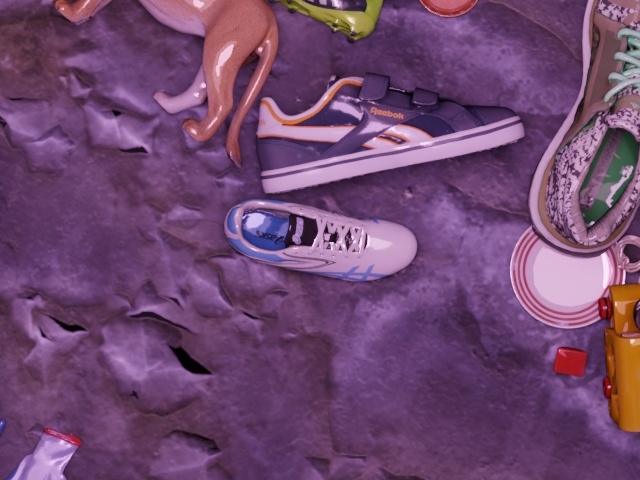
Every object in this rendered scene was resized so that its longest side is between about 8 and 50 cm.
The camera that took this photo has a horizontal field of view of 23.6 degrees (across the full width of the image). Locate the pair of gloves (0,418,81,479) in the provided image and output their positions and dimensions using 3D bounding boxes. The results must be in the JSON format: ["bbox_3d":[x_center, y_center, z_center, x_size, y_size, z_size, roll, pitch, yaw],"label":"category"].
[{"bbox_3d":[-0.395,0.279,1.862,0.198,0.023,0.159,25,85,1],"label":"pair of gloves"}]

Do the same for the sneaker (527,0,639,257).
[{"bbox_3d":[0.364,-0.162,1.757,0.158,0.182,0.410,15,100,-3],"label":"sneaker"}]

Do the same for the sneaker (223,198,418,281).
[{"bbox_3d":[0.000,0.000,1.844,0.237,0.086,0.085,7,85,0],"label":"sneaker"}]

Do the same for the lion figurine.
[{"bbox_3d":[-0.165,-0.298,1.840,0.392,0.142,0.240,44,90,-2],"label":"lion figurine"}]

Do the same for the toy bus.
[{"bbox_3d":[0.390,0.128,1.813,0.202,0.104,0.191,39,96,-7],"label":"toy bus"}]

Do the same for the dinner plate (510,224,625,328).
[{"bbox_3d":[0.302,0.037,1.873,0.141,0.017,0.141,0,88,1],"label":"dinner plate"}]

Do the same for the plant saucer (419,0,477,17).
[{"bbox_3d":[0.158,-0.317,1.897,0.084,0.013,0.083,0,87,0],"label":"plant saucer"}]

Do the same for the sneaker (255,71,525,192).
[{"bbox_3d":[0.078,-0.144,1.831,0.321,0.126,0.127,-10,92,1],"label":"sneaker"}]

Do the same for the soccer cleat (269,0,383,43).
[{"bbox_3d":[-0.008,-0.310,1.880,0.179,0.060,0.072,28,78,-4],"label":"soccer cleat"}]
